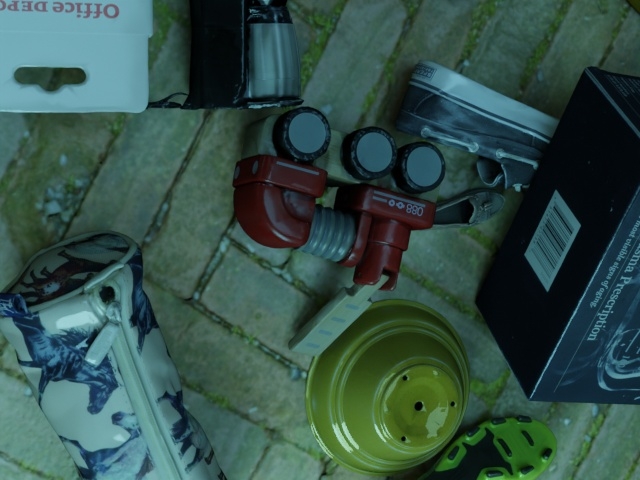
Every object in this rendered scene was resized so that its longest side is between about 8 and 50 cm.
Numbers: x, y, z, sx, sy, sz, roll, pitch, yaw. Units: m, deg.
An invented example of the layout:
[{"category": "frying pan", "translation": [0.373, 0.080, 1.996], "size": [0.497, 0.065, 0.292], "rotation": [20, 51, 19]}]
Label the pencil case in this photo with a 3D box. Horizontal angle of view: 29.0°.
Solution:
[{"category": "pencil case", "translation": [-0.192, 0.200, 1.283], "size": [0.159, 0.183, 0.410], "rotation": [-26, 107, -17]}]

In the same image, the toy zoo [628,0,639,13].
[{"category": "toy zoo", "translation": [0.425, -0.381, 1.514], "size": [0.293, 0.030, 0.192], "rotation": [41, 83, -23]}]

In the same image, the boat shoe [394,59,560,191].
[{"category": "boat shoe", "translation": [0.224, -0.107, 1.441], "size": [0.301, 0.108, 0.102], "rotation": [21, 95, -24]}]

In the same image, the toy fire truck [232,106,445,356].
[{"category": "toy fire truck", "translation": [0.000, 0.000, 1.363], "size": [0.217, 0.158, 0.246], "rotation": [14, 82, -23]}]

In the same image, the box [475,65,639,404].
[{"category": "box", "translation": [0.399, 0.008, 1.411], "size": [0.312, 0.179, 0.343], "rotation": [4, 126, -22]}]

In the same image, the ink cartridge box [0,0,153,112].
[{"category": "ink cartridge box", "translation": [-0.275, -0.302, 1.211], "size": [0.207, 0.119, 0.354], "rotation": [-2, 97, -22]}]

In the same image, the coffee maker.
[{"category": "coffee maker", "translation": [-0.101, -0.227, 1.290], "size": [0.171, 0.120, 0.178], "rotation": [-4, 99, -20]}]

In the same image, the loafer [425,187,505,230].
[{"category": "loafer", "translation": [0.166, -0.033, 1.464], "size": [0.125, 0.039, 0.045], "rotation": [-12, 101, -19]}]

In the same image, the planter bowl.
[{"category": "planter bowl", "translation": [0.098, 0.183, 1.442], "size": [0.217, 0.090, 0.217], "rotation": [-3, 99, -20]}]

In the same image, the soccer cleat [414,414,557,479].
[{"category": "soccer cleat", "translation": [0.165, 0.308, 1.499], "size": [0.289, 0.121, 0.093], "rotation": [-29, 63, -27]}]
